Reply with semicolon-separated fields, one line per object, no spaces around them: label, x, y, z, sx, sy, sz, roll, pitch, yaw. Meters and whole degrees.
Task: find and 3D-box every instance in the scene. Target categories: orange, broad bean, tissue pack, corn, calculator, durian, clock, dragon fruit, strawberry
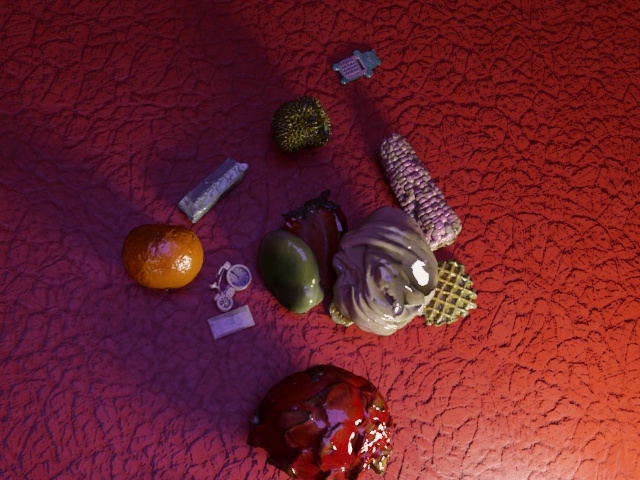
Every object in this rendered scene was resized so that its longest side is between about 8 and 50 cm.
orange;-0.379;0.040;1.724;0.193;0.193;0.161;6;88;-10
broad bean;-0.075;0.080;1.797;0.100;0.169;0.228;-29;113;-55
tissue pack;-0.224;0.205;1.797;0.108;0.023;0.056;-20;81;-16
corn;0.256;-0.129;1.927;0.127;0.126;0.335;-28;82;-16
calculator;0.105;-0.495;2.036;0.141;0.019;0.094;-27;81;-16
durian;-0.055;-0.302;1.862;0.159;0.198;0.146;-16;90;7
clock;-0.232;0.114;1.809;0.087;0.041;0.129;31;67;-7
dragon fruit;0.008;0.428;1.667;0.343;0.277;0.277;21;73;6
strawberry;0.015;-0.001;1.844;0.174;0.098;0.228;-27;92;17

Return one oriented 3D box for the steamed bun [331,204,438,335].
steamed bun;0.168;0.090;1.759;0.275;0.206;0.320;-24;111;-25

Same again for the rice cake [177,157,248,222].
rice cake;-0.278;-0.133;1.847;0.069;0.063;0.206;41;71;7

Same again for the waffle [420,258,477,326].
waffle;0.327;0.138;1.918;0.183;0.036;0.169;-16;83;-13

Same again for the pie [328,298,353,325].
pie;0.061;0.180;1.862;0.084;0.020;0.084;3;76;-11
